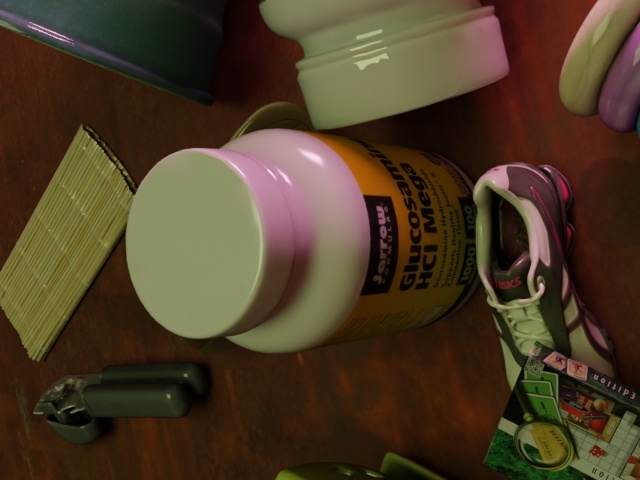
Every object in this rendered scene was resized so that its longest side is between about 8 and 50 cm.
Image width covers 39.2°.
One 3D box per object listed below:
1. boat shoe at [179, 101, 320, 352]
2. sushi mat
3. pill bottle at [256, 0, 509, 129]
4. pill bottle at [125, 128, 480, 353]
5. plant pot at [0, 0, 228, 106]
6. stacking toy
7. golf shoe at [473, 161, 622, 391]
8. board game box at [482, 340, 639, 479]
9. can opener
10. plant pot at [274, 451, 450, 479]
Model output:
[{"bbox_3d":[-0.084,-0.021,0.986,0.109,0.098,0.302,17,115,-10],"label":"boat shoe"},{"bbox_3d":[-0.357,0.007,1.238,0.151,0.019,0.316,49,116,25],"label":"sushi mat"},{"bbox_3d":[0.030,-0.311,0.792,0.224,0.224,0.392,-8,104,35],"label":"pill bottle"},{"bbox_3d":[0.000,0.000,0.794,0.188,0.334,0.187,1,92,35],"label":"pill bottle"},{"bbox_3d":[-0.213,-0.361,0.963,0.341,0.341,0.334,28,98,32],"label":"plant pot"},{"bbox_3d":[0.353,-0.083,0.676,0.330,0.141,0.141,37,111,24],"label":"stacking toy"},{"bbox_3d":[0.185,0.065,0.798,0.105,0.120,0.272,-17,82,33],"label":"golf shoe"},{"bbox_3d":[0.272,0.195,0.736,0.260,0.030,0.136,25,128,20],"label":"board game box"},{"bbox_3d":[-0.256,0.211,1.154,0.283,0.076,0.095,-7,119,35],"label":"can opener"},{"bbox_3d":[0.078,0.334,0.823,0.227,0.207,0.228,22,104,33],"label":"plant pot"}]
